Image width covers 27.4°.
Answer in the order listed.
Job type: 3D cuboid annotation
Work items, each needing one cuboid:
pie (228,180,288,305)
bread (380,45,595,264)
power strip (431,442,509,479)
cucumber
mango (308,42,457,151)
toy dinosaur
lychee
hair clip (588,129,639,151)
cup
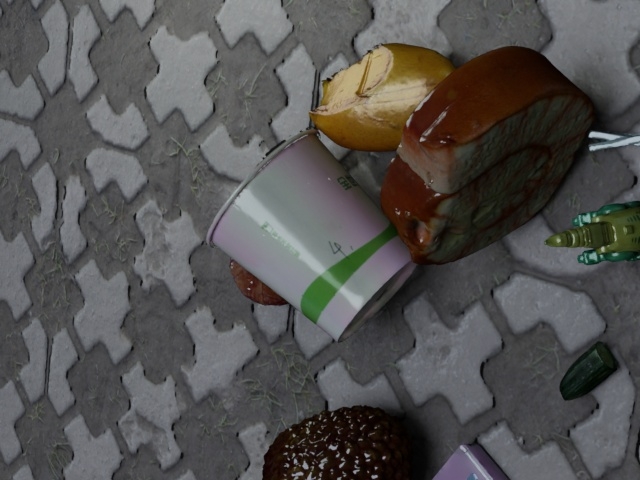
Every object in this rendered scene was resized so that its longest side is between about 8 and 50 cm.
[{"bbox_3d":[-0.079,0.006,2.246,0.204,0.054,0.219,30,112,36],"label":"pie"},{"bbox_3d":[0.227,-0.111,1.786,0.114,0.295,0.328,51,150,27],"label":"bread"},{"bbox_3d":[0.276,0.433,1.983,0.279,0.037,0.109,51,125,26],"label":"power strip"},{"bbox_3d":[0.375,0.190,1.861,0.105,0.048,0.048,-50,63,36],"label":"cucumber"},{"bbox_3d":[0.110,-0.216,2.001,0.252,0.126,0.154,-12,76,36],"label":"mango"},{"bbox_3d":[0.386,-0.009,1.712,0.153,0.259,0.094,155,106,-69],"label":"toy dinosaur"},{"bbox_3d":[0.027,0.378,2.078,0.271,0.236,0.236,-44,63,8],"label":"lychee"},{"bbox_3d":[0.426,-0.138,1.791,0.115,0.039,0.030,4,106,31],"label":"hair clip"},{"bbox_3d":[0.000,0.000,2.040,0.274,0.253,0.253,43,123,10],"label":"cup"}]
